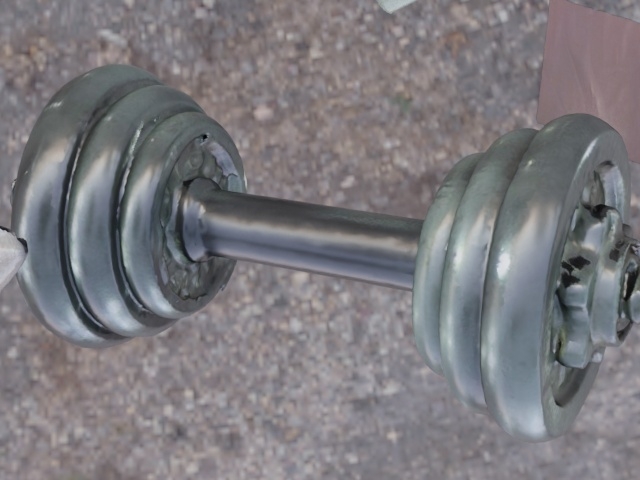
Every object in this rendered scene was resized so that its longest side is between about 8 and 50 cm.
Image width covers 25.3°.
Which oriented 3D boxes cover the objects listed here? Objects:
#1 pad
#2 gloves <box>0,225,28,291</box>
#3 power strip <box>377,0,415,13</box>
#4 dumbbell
[{"bbox_3d":[0.239,-0.119,1.129,0.006,0.188,0.113,-14,119,-32],"label":"pad"},{"bbox_3d":[-0.200,0.032,0.545,0.127,0.111,0.212,25,111,7],"label":"gloves"},{"bbox_3d":[0.163,-0.304,1.442,0.270,0.118,0.046,-17,106,51],"label":"power strip"},{"bbox_3d":[0.000,0.000,0.810,0.406,0.179,0.179,10,146,23],"label":"dumbbell"}]
